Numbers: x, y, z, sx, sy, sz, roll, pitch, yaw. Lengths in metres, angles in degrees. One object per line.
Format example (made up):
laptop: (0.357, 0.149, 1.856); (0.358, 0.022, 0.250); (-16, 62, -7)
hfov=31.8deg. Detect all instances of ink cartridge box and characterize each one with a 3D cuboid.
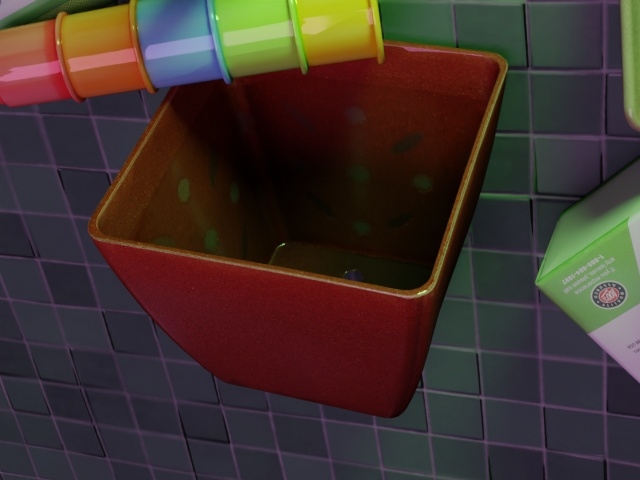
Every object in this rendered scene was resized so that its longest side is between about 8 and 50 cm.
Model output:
ink cartridge box: (0.347, 0.048, 0.919); (0.273, 0.115, 0.198); (42, 130, -9)

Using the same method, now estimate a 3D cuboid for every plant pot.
plant pot: (0.000, 0.000, 0.958); (0.267, 0.267, 0.236); (10, 140, 16)

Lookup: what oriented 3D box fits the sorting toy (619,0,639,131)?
sorting toy: (0.319, -0.136, 0.754); (0.229, 0.041, 0.307); (-2, 94, 23)

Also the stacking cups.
stacking cups: (-0.111, -0.170, 0.904); (0.316, 0.096, 0.096); (-6, 124, 3)

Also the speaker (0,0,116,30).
speaker: (-0.220, -0.243, 0.943); (0.296, 0.131, 0.131); (-18, 116, 33)
